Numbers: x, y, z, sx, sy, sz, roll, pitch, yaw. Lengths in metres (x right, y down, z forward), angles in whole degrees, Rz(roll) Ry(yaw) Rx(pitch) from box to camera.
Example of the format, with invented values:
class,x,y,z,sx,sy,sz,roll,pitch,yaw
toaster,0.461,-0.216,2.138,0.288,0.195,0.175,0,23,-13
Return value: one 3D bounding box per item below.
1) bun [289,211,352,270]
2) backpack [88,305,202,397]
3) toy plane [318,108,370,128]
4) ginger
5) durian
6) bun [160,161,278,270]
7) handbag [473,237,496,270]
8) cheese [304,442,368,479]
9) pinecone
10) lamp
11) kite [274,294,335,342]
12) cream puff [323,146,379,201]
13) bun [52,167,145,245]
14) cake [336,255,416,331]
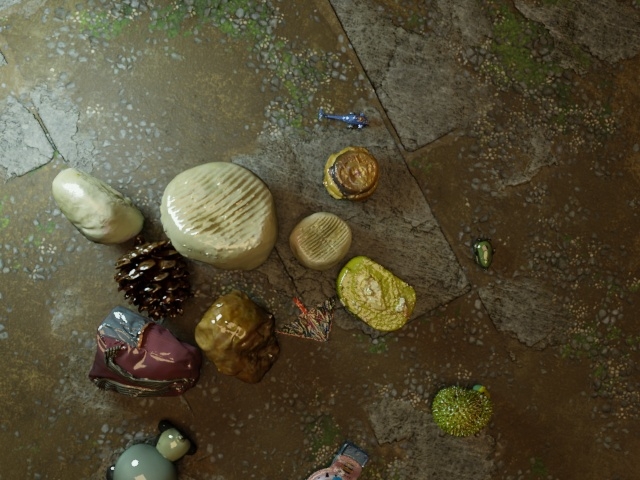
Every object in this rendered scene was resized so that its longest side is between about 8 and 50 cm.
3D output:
class,x,y,z,sx,sy,sz,roll,pitch,yaw
bun,0.000,0.000,1.597,0.193,0.128,0.178,-39,92,-14
backpack,-0.520,0.372,1.513,0.318,0.197,0.283,23,127,-6
toy plane,0.080,-0.399,1.635,0.168,0.062,0.053,8,90,7
ginger,-0.264,0.297,1.544,0.223,0.200,0.269,22,131,27
durian,0.458,0.552,1.611,0.199,0.146,0.159,-1,91,-1
bun,-0.295,-0.073,1.527,0.362,0.234,0.325,25,78,3
handbag,0.544,0.047,1.668,0.072,0.047,0.111,-5,88,-3
cheese,0.048,0.793,1.621,0.189,0.074,0.285,34,87,-5
pinecone,-0.504,0.115,1.517,0.225,0.224,0.272,-20,99,-4
lamp,-0.512,0.692,1.543,0.198,0.198,0.244,43,64,-3
kite,-0.035,0.264,1.648,0.232,0.009,0.189,-35,92,-3
cream puff,0.095,-0.203,1.600,0.189,0.129,0.188,1,86,-12
bun,-0.658,-0.090,1.480,0.273,0.273,0.168,40,84,-3
cake,0.166,0.173,1.596,0.261,0.156,0.179,34,81,-1
